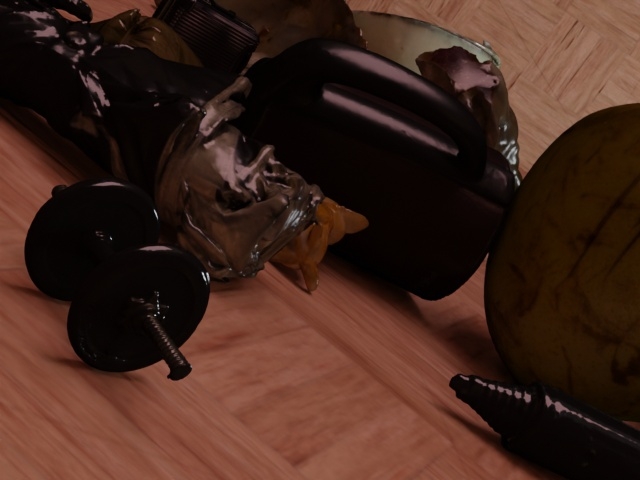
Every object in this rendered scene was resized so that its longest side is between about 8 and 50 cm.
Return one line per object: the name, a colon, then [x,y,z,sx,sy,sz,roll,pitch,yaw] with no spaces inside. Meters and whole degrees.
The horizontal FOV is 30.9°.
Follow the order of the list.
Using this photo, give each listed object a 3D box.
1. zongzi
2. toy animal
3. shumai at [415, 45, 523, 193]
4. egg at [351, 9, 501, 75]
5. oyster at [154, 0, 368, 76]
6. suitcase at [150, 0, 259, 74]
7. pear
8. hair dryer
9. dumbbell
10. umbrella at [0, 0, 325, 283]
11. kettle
zongzi: [-0.170,-0.152,0.901,0.176,0.078,0.160,34,-8,17]
toy animal: [0.000,0.000,0.868,0.083,0.060,0.081,16,47,-63]
shumai: [0.155,-0.107,1.344,0.218,0.184,0.185,53,-22,4]
egg: [0.086,-0.196,1.564,0.286,0.174,0.264,15,-10,-11]
oyster: [-0.060,-0.267,1.457,0.396,0.204,0.111,52,-16,46]
suitcase: [-0.135,-0.226,1.276,0.126,0.086,0.059,25,18,-37]
pear: [0.272,0.023,0.959,0.283,0.283,0.283,33,13,-8]
hair dryer: [0.244,0.165,0.829,0.352,0.107,0.189,28,11,-8]
dumbbell: [-0.094,0.015,0.532,0.069,0.069,0.147,22,19,-46]
umbrella: [-0.154,-0.109,0.757,0.358,0.106,0.113,37,16,8]
kettle: [0.035,-0.064,0.939,0.232,0.144,0.202,24,-29,-22]
